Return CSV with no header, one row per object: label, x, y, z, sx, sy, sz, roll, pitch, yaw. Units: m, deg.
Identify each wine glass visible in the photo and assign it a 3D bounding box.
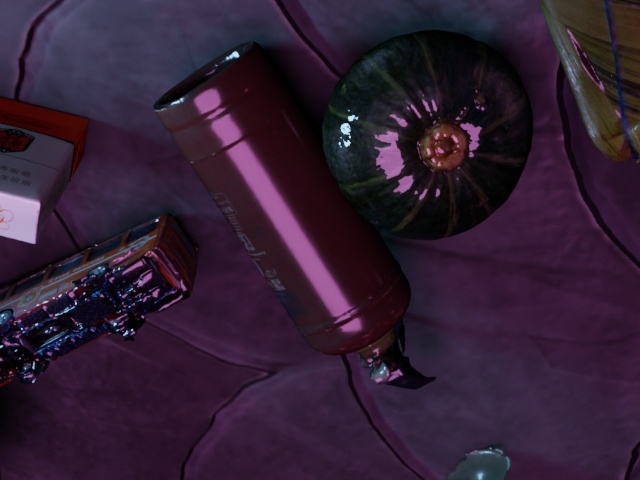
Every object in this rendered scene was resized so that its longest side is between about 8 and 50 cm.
wine glass,0.191,0.317,1.507,0.074,0.074,0.262,-17,119,18

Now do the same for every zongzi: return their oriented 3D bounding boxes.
zongzi,0.173,-0.207,1.183,0.289,0.123,0.260,22,133,16

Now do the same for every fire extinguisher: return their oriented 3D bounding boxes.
fire extinguisher,0.000,0.000,1.319,0.102,0.138,0.344,-28,106,17

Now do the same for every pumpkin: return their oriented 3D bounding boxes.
pumpkin,0.086,-0.082,1.245,0.167,0.125,0.167,0,92,-4

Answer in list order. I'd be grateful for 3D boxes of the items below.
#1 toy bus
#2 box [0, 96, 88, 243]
toy bus,-0.219,0.056,1.395,0.235,0.096,0.073,-23,116,20
box,-0.257,-0.062,1.297,0.100,0.152,0.048,16,119,-1
